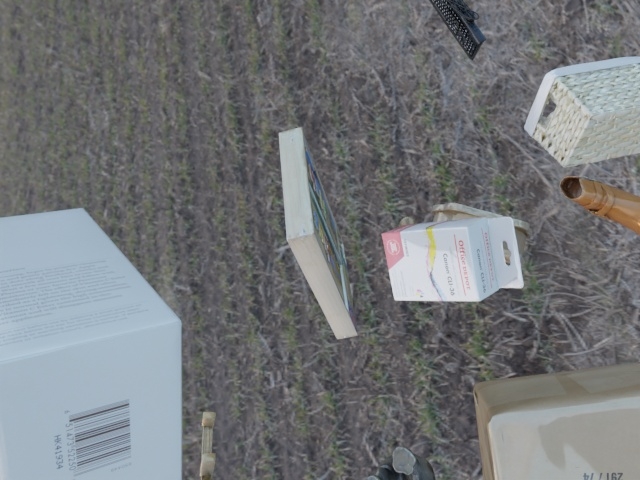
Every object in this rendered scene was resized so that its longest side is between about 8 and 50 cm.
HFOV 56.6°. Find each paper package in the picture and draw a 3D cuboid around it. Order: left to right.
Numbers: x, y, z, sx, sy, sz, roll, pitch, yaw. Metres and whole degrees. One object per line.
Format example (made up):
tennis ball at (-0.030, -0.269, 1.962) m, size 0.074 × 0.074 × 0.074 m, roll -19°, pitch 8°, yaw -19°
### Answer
paper package at (0.447, 0.387, 1.007) m, size 0.324 × 0.168 × 0.310 m, roll -8°, pitch 95°, yaw 6°

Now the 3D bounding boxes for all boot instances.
boot at (0.523, -0.059, 1.042) m, size 0.197 × 0.152 × 0.073 m, roll -132°, pitch 64°, yaw -75°

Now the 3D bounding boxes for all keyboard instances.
keyboard at (0.258, -0.455, 1.189) m, size 0.192 × 0.038 × 0.100 m, roll 59°, pitch 166°, yaw 14°

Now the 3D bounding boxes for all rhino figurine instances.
rhino figurine at (0.095, 0.340, 0.619) m, size 0.073 × 0.106 × 0.243 m, roll -10°, pitch 72°, yaw 18°

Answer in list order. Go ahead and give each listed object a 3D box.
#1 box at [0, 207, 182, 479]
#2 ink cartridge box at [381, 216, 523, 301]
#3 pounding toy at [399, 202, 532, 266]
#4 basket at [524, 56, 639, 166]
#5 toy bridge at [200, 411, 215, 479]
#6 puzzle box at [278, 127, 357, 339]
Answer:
box at (-0.297, 0.123, 0.667) m, size 0.345 × 0.168 × 0.215 m, roll 31°, pitch 123°, yaw 49°
ink cartridge box at (0.198, 0.030, 0.909) m, size 0.198 × 0.067 × 0.115 m, roll -6°, pitch 100°, yaw 44°
pounding toy at (0.289, 0.014, 1.228) m, size 0.269 × 0.154 × 0.155 m, roll 16°, pitch 85°, yaw 6°
basket at (0.405, -0.183, 0.859) m, size 0.113 × 0.167 × 0.103 m, roll 95°, pitch 159°, yaw -51°
toy bridge at (-0.208, 0.415, 1.095) m, size 0.188 × 0.026 × 0.063 m, roll -102°, pitch 22°, yaw -46°
puzzle box at (0.000, 0.000, 1.251) m, size 0.052 × 0.409 × 0.272 m, roll -12°, pitch 54°, yaw 8°
